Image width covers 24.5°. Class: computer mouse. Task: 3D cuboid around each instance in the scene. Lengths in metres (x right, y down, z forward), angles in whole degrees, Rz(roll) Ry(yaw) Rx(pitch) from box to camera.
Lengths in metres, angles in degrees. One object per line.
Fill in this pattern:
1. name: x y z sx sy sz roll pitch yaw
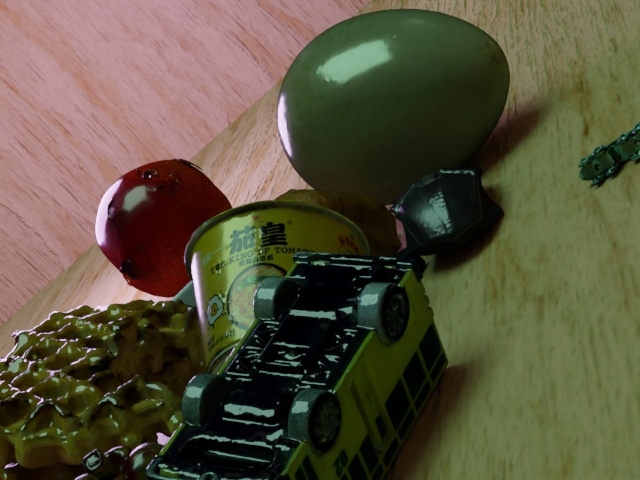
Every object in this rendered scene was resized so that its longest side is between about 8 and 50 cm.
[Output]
1. computer mouse: 0.121 -0.040 1.493 0.105 0.062 0.192 -27 15 7

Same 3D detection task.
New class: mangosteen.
1. mangosteen: -0.161 0.237 1.324 0.137 0.151 0.137 -28 33 21

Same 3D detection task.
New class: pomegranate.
1. pomegranate: -0.230 -0.016 2.226 0.210 0.210 0.235 -45 -19 -5

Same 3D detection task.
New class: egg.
1. egg: 0.084 -0.156 1.670 0.295 0.218 0.218 -22 24 42

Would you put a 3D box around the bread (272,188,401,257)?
1. bread: 0.000 0.000 1.559 0.114 0.083 0.211 -35 -19 21

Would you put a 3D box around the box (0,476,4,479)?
1. box: -0.368 0.404 1.195 0.318 0.257 0.349 -30 18 42

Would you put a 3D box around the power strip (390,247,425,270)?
1. power strip: 0.071 0.049 1.479 0.038 0.029 0.111 -34 16 37

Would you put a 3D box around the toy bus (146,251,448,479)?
1. toy bus: -0.009 0.139 1.168 0.128 0.150 0.262 4 41 32

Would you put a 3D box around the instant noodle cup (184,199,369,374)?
1. instant noodle cup: -0.039 0.073 1.401 0.182 0.182 0.144 -35 42 34

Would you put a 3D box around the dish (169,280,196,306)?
1. dish: -0.153 0.108 1.892 0.154 0.064 0.234 -44 12 1

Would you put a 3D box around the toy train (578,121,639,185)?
1. toy train: 0.267 -0.083 1.308 0.092 0.029 0.045 -34 8 41

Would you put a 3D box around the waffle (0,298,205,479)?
1. waffle: -0.240 0.177 1.608 0.261 0.151 0.324 -4 18 7
